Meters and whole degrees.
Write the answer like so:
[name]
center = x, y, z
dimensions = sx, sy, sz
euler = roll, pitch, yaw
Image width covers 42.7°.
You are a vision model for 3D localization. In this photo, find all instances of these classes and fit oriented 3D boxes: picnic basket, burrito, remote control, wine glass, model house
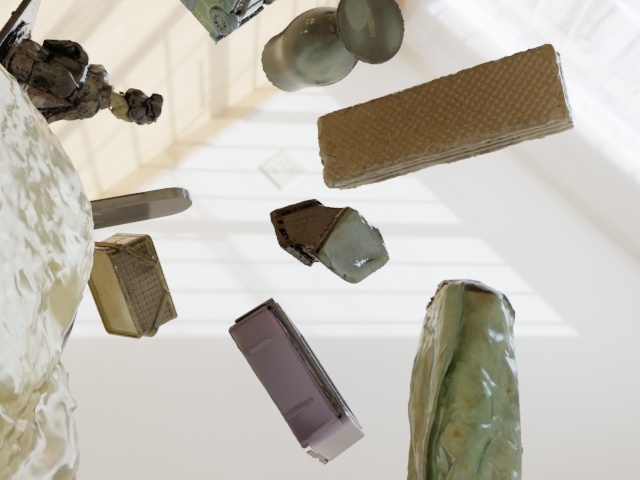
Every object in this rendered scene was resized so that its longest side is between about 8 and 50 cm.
[picnic basket]
center = -0.307, 0.070, 1.301
dimensions = 0.115, 0.164, 0.079
euler = 3, -155, 46
[burrito]
center = 0.101, 0.150, 0.602
dimensions = 0.144, 0.089, 0.228
euler = 86, 14, -60
[remote control]
center = -0.307, -0.040, 1.177
dimensions = 0.245, 0.022, 0.077
euler = -11, 166, -12
[wine glass]
center = 0.006, -0.230, 0.962
dimensions = 0.093, 0.092, 0.202
euler = -36, -165, -27
[model house]
center = 0.004, 0.003, 1.244
dimensions = 0.165, 0.152, 0.106
euler = 43, 68, -46

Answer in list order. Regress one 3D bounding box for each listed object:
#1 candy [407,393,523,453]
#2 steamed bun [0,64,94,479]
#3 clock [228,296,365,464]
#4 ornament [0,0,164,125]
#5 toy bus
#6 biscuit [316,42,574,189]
[candy]
center = 0.191, 0.254, 1.120
dimensions = 0.199, 0.094, 0.106
euler = 39, 78, -32
[steamed bun]
center = -0.251, 0.045, 0.393
dimensions = 0.231, 0.372, 0.324
euler = -12, 153, 7
[clock]
center = -0.029, 0.181, 1.052
dimensions = 0.073, 0.193, 0.144
euler = -34, 156, -3
[ornament]
center = -0.290, -0.177, 0.982
dimensions = 0.153, 0.196, 0.166
euler = -53, -161, 45
[toy bus]
center = -0.157, -0.524, 1.489
dimensions = 0.152, 0.190, 0.312
euler = -42, -178, -27
[biscuit]
center = 0.193, -0.192, 1.355
dimensions = 0.426, 0.143, 0.078
euler = -13, 163, 25
